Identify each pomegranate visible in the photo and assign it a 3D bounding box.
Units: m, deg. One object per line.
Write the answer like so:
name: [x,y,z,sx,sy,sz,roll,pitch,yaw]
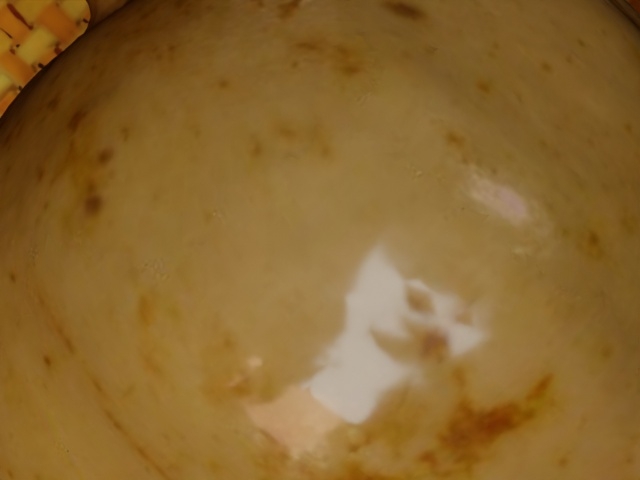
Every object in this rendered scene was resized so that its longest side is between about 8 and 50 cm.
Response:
pomegranate: [0.000,0.000,0.546,0.342,0.342,0.342,-2,111,-5]
